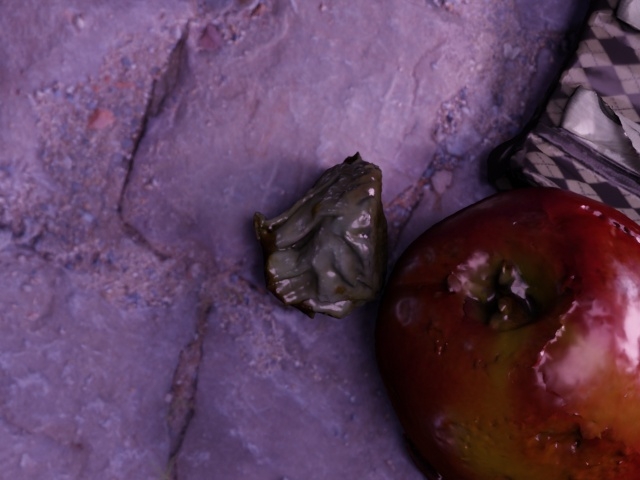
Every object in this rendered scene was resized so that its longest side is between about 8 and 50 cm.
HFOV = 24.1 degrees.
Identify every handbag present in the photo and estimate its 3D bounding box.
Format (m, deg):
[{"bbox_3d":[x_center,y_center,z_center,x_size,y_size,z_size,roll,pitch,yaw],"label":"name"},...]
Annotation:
[{"bbox_3d":[0.406,-0.170,1.788,0.316,0.180,0.416,28,79,-13],"label":"handbag"}]

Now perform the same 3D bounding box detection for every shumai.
[{"bbox_3d":[0.000,-0.004,1.638,0.142,0.184,0.184,-1,87,6],"label":"shumai"}]

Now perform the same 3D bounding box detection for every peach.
[{"bbox_3d":[0.256,0.148,1.655,0.339,0.353,0.416,-50,147,-12],"label":"peach"}]
